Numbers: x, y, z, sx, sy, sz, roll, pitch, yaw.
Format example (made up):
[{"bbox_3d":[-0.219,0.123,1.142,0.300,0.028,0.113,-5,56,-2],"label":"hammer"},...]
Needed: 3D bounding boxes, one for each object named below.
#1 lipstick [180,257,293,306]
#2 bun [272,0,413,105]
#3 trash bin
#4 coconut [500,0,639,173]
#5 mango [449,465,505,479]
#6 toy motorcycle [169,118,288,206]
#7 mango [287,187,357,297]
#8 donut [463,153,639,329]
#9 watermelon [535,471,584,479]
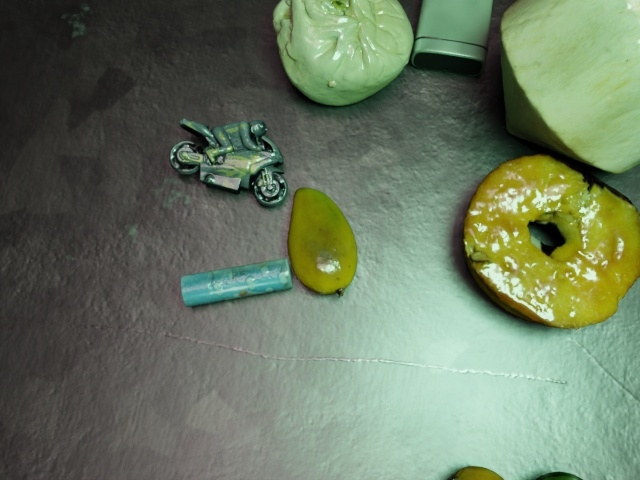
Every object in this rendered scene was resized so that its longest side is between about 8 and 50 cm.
[{"bbox_3d":[-0.121,0.061,0.925,0.158,0.048,0.048,-10,75,-1],"label":"lipstick"},{"bbox_3d":[0.031,-0.328,0.977,0.230,0.145,0.229,-1,72,4],"label":"bun"},{"bbox_3d":[0.212,-0.339,1.015,0.116,0.059,0.129,10,75,3],"label":"trash bin"},{"bbox_3d":[0.384,-0.243,0.878,0.329,0.329,0.328,0,75,2],"label":"coconut"},{"bbox_3d":[0.199,0.377,0.814,0.115,0.089,0.164,15,79,-4],"label":"mango"},{"bbox_3d":[-0.130,-0.134,0.970,0.194,0.061,0.124,21,83,1],"label":"toy motorcycle"},{"bbox_3d":[0.000,0.000,0.933,0.101,0.066,0.187,-12,67,-2],"label":"mango"},{"bbox_3d":[0.320,0.003,0.891,0.254,0.118,0.253,-1,73,3],"label":"donut"},{"bbox_3d":[0.306,0.349,0.809,0.109,0.109,0.108,0,75,2],"label":"watermelon"}]
